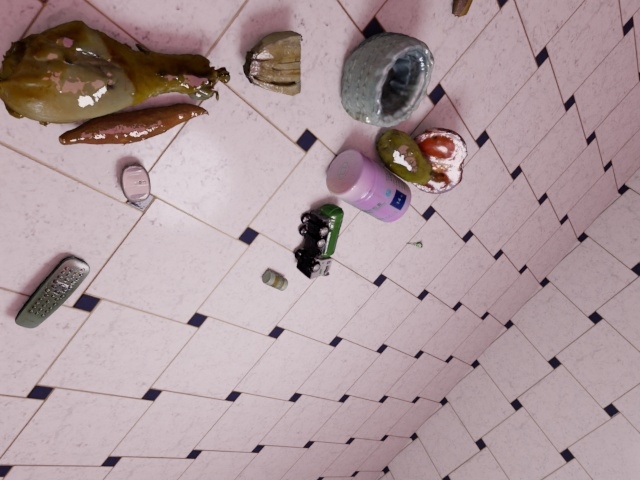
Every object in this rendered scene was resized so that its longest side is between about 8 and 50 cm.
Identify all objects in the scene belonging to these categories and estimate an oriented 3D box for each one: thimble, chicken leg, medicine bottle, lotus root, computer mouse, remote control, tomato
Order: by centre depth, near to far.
[{"bbox_3d":[-0.389,-0.322,0.829,0.428,0.152,0.202,-16,134,-35],"label":"chicken leg"},{"bbox_3d":[-0.115,-0.420,0.982,0.144,0.070,0.143,-14,135,-30],"label":"lotus root"},{"bbox_3d":[-0.441,-0.137,0.993,0.065,0.039,0.096,-12,120,-27],"label":"computer mouse"},{"bbox_3d":[-0.667,0.129,1.035,0.222,0.042,0.072,-46,135,2],"label":"remote control"},{"bbox_3d":[0.175,-0.419,1.106,0.250,0.172,0.204,-52,136,7],"label":"thimble"},{"bbox_3d":[0.153,-0.164,1.294,0.253,0.152,0.152,21,108,-42],"label":"medicine bottle"},{"bbox_3d":[0.378,-0.278,1.382,0.199,0.112,0.228,11,127,9],"label":"tomato"},{"bbox_3d":[-0.150,0.134,1.385,0.047,0.047,0.083,-51,134,8],"label":"medicine bottle"}]

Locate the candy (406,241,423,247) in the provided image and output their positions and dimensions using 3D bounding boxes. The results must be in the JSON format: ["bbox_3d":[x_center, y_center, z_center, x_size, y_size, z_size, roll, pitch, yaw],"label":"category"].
[{"bbox_3d":[0.378,0.017,1.674,0.083,0.023,0.025,7,75,-31],"label":"candy"}]

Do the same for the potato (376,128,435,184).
[{"bbox_3d":[0.268,-0.256,1.311,0.225,0.090,0.117,40,125,-21],"label":"potato"}]

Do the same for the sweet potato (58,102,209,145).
[{"bbox_3d":[-0.400,-0.250,0.919,0.314,0.066,0.072,-18,137,-26],"label":"sweet potato"}]

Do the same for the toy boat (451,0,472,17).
[{"bbox_3d":[0.399,-0.694,1.140,0.048,0.047,0.149,-11,128,-27],"label":"toy boat"}]

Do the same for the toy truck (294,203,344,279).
[{"bbox_3d":[0.000,0.000,1.354,0.124,0.101,0.243,-12,126,-42],"label":"toy truck"}]
